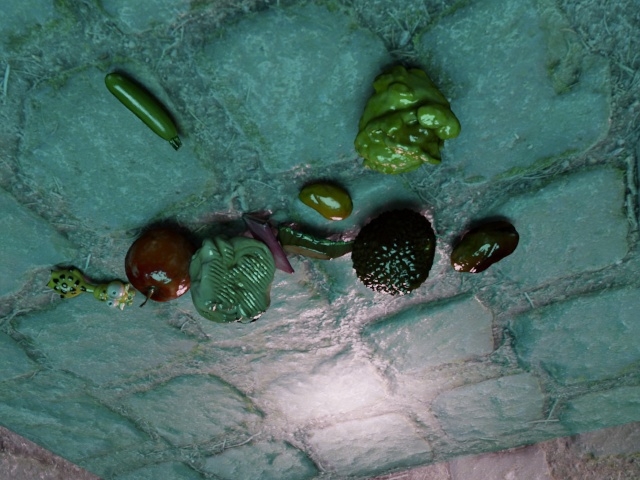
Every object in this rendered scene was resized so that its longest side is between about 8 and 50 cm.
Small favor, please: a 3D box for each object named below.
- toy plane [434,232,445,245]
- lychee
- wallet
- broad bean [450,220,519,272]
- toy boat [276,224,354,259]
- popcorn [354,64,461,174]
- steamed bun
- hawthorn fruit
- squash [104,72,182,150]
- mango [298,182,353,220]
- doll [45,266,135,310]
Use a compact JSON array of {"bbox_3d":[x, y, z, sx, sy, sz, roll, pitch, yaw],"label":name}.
[{"bbox_3d":[0.362,-0.007,1.644,0.080,0.033,0.083,-21,121,20],"label":"toy plane"},{"bbox_3d":[0.217,0.034,1.547,0.267,0.267,0.267,1,132,1],"label":"lychee"},{"bbox_3d":[-0.166,0.014,1.636,0.119,0.025,0.232,18,146,41],"label":"wallet"},{"bbox_3d":[0.518,0.024,1.612,0.156,0.122,0.228,9,144,-42],"label":"broad bean"},{"bbox_3d":[0.002,0.011,1.627,0.292,0.099,0.108,7,159,-5],"label":"toy boat"},{"bbox_3d":[0.206,-0.279,1.267,0.234,0.242,0.250,18,133,-18],"label":"popcorn"},{"bbox_3d":[-0.294,0.121,1.606,0.268,0.280,0.207,9,169,-40],"label":"steamed bun"},{"bbox_3d":[-0.508,0.102,1.600,0.241,0.272,0.242,5,132,5],"label":"hawthorn fruit"},{"bbox_3d":[-0.455,-0.344,1.333,0.066,0.066,0.252,-28,127,24],"label":"squash"},{"bbox_3d":[0.022,-0.121,1.515,0.165,0.089,0.115,33,134,-22],"label":"mango"},{"bbox_3d":[-0.811,0.173,1.795,0.291,0.086,0.117,19,100,-17],"label":"doll"}]
